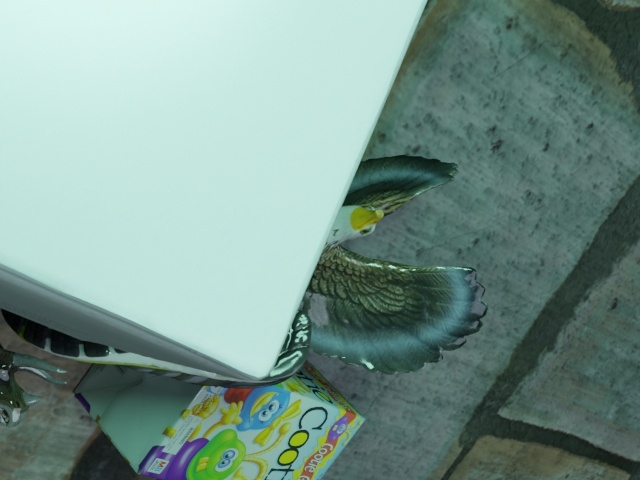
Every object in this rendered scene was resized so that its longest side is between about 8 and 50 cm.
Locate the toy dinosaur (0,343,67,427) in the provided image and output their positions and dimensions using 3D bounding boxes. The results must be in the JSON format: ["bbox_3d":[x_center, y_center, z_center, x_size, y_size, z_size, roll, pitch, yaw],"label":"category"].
[{"bbox_3d":[-0.360,0.032,1.053,0.160,0.121,0.314,-34,117,-16],"label":"toy dinosaur"}]

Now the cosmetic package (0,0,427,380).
[{"bbox_3d":[-0.170,-0.141,0.699,0.327,0.393,0.329,26,80,-19],"label":"cosmetic package"}]

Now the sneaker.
[{"bbox_3d":[-0.153,0.086,1.176,0.121,0.299,0.111,81,24,-67],"label":"sneaker"}]

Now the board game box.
[{"bbox_3d":[-0.103,0.181,1.384,0.144,0.142,0.275,-54,142,7],"label":"board game box"}]

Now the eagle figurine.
[{"bbox_3d":[0.007,0.001,1.271,0.298,0.225,0.226,13,101,-41],"label":"eagle figurine"}]
